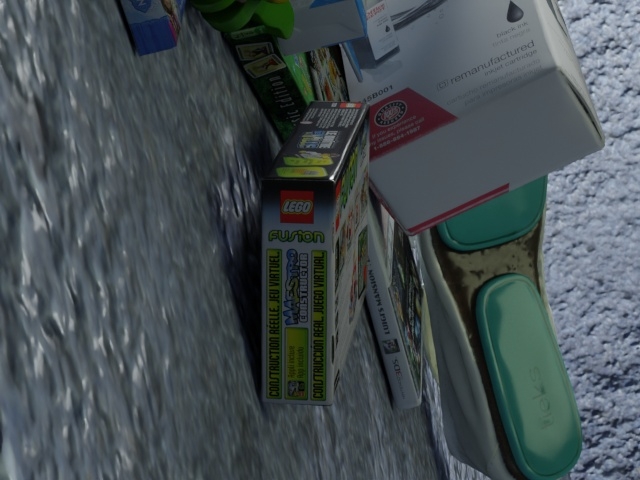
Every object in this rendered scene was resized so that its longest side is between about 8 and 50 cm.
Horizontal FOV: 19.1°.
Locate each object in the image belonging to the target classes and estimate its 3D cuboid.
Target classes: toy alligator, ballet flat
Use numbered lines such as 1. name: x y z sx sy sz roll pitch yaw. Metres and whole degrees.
1. toy alligator: -0.056 -0.162 0.918 0.051 0.056 0.190 -47 138 -27
2. ballet flat: 0.118 0.011 1.562 0.139 0.139 0.400 -43 124 -79

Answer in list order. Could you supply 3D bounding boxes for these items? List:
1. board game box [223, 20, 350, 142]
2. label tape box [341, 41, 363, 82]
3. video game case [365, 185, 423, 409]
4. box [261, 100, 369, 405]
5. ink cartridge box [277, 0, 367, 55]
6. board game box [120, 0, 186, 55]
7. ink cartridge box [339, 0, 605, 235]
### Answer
1. board game box: -0.018 -0.119 1.153 0.260 0.030 0.136 61 22 -62
2. label tape box: 0.015 -0.322 1.293 0.249 0.115 0.348 63 13 -56
3. video game case: 0.046 0.006 1.406 0.190 0.022 0.173 -82 158 -66
4. box: 0.000 0.000 1.002 0.207 0.036 0.114 -66 157 -75
5. ink cartridge box: -0.001 -0.139 1.042 0.083 0.048 0.028 -89 165 -51
6. board game box: -0.079 -0.141 0.828 0.090 0.020 0.090 -87 162 -57
7. ink cartridge box: 0.095 -0.134 1.360 0.092 0.158 0.218 51 20 -42
